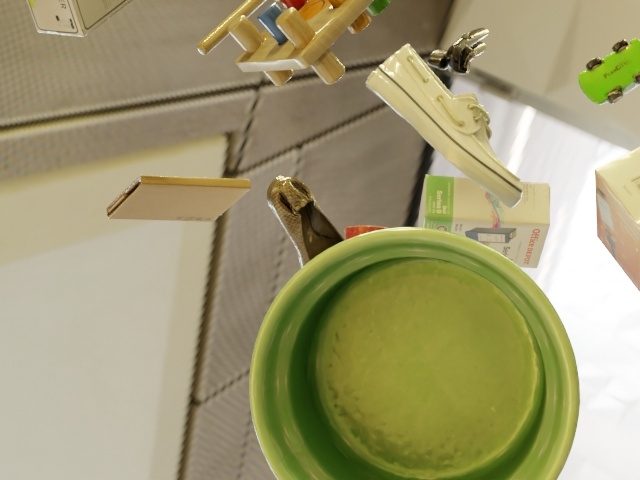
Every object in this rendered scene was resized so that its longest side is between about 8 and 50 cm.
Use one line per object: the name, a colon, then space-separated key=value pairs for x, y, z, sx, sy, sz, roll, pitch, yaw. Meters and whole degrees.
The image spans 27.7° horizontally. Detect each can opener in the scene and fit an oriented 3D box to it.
can opener: x=0.244 y=-0.324 z=2.171 sx=0.186 sy=0.073 sz=0.059 roll=-39 pitch=-30 yaw=-53

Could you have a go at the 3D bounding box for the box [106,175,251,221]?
box: x=-0.241 y=-0.070 z=2.203 sx=0.201 sy=0.021 sz=0.164 roll=2 pitch=-21 yaw=-30

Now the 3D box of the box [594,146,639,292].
box: x=0.467 y=-0.029 z=1.872 sx=0.091 sy=0.130 sz=0.170 roll=-26 pitch=-37 yaw=-6

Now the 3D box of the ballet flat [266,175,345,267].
ballet flat: x=0.000 y=0.000 z=1.942 sx=0.084 sy=0.058 sz=0.250 roll=-48 pitch=-50 yaw=-21

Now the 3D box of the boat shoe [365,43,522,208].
boat shoe: x=0.149 y=-0.133 z=1.441 sx=0.076 sy=0.226 sz=0.083 roll=-49 pitch=-14 yaw=8

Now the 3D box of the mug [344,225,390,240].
mug: x=0.101 y=0.061 z=2.569 sx=0.150 sy=0.113 sz=0.169 roll=149 pitch=127 yaw=-73

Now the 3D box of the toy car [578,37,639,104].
toy car: x=0.435 y=-0.251 z=1.681 sx=0.225 sy=0.239 sz=0.053 roll=-33 pitch=-14 yaw=6

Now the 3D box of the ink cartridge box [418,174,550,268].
ink cartridge box: x=0.277 y=-0.031 z=2.215 sx=0.154 sy=0.212 sz=0.093 roll=92 pitch=-179 yaw=-60

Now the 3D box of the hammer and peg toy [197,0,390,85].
hammer and peg toy: x=-0.022 y=-0.348 z=2.002 sx=0.266 sy=0.361 sz=0.127 roll=-48 pitch=-67 yaw=-15

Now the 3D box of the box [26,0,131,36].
box: x=-0.290 y=-0.419 z=1.771 sx=0.290 sy=0.087 sz=0.169 roll=-50 pitch=-41 yaw=-40

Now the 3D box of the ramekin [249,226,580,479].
ramekin: x=0.096 y=0.133 z=1.248 sx=0.303 sy=0.303 sz=0.148 roll=-66 pitch=-9 yaw=9
